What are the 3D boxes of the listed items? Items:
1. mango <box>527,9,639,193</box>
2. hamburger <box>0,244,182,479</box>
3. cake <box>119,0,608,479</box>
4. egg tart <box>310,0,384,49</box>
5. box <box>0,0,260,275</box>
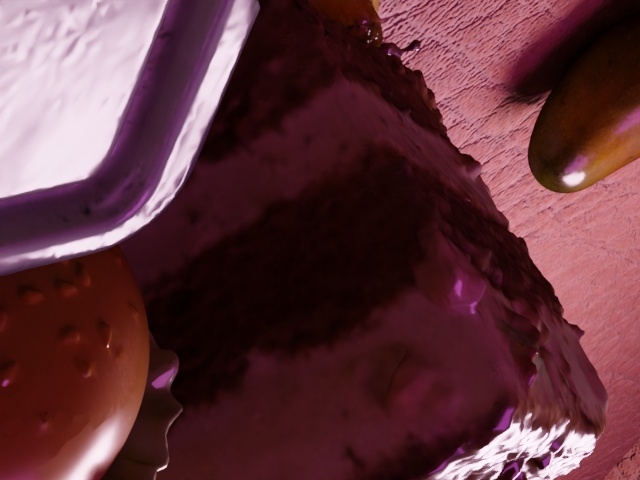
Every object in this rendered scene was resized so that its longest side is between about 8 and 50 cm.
[{"bbox_3d":[0.279,-0.136,1.356,0.267,0.111,0.133,-36,171,-23],"label":"mango"},{"bbox_3d":[-0.199,0.057,0.695,0.274,0.274,0.212,-20,150,-44],"label":"hamburger"},{"bbox_3d":[-0.015,0.050,0.920,0.282,0.290,0.255,-32,157,17],"label":"cake"},{"bbox_3d":[-0.003,-0.125,0.993,0.129,0.049,0.129,-34,155,-19],"label":"egg tart"},{"bbox_3d":[-0.121,-0.157,0.565,0.175,0.182,0.312,-18,144,-48],"label":"box"}]
